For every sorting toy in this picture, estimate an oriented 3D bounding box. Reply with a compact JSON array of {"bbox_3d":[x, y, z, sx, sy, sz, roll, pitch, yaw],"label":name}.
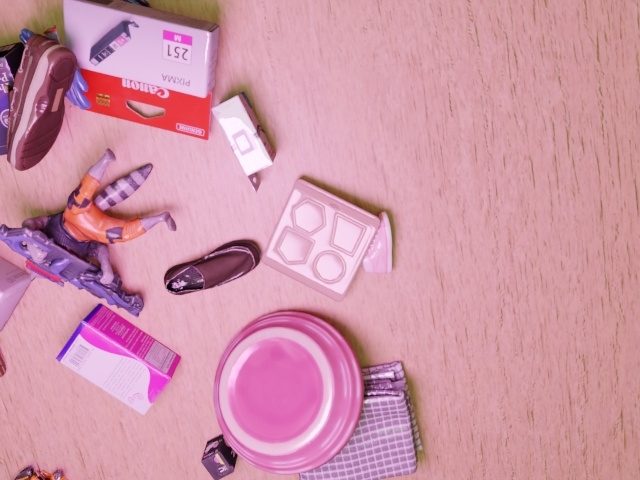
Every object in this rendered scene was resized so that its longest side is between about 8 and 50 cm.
[{"bbox_3d":[0.000,0.000,1.409,0.192,0.038,0.208,27,110,6],"label":"sorting toy"}]

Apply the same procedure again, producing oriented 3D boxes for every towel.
[{"bbox_3d":[0.073,0.415,1.496,0.283,0.121,0.235,-11,107,4],"label":"towel"}]

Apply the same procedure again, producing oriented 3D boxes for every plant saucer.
[{"bbox_3d":[-0.079,0.308,1.401,0.331,0.084,0.333,-5,75,19],"label":"plant saucer"}]

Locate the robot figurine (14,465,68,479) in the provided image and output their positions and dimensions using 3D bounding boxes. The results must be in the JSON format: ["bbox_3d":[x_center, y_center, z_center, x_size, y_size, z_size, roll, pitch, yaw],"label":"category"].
[{"bbox_3d":[-0.656,0.671,1.606,0.210,0.085,0.291,20,106,-5],"label":"robot figurine"}]

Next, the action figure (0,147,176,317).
[{"bbox_3d":[-0.453,-0.002,1.398,0.330,0.179,0.341,-29,131,16],"label":"action figure"}]

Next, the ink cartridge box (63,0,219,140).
[{"bbox_3d":[-0.335,-0.312,1.273,0.274,0.060,0.239,14,125,3],"label":"ink cartridge box"}]

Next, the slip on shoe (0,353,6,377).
[{"bbox_3d":[-0.733,0.240,1.503,0.041,0.051,0.136,-3,113,14],"label":"slip on shoe"}]

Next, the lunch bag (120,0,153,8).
[{"bbox_3d":[-0.352,-0.430,1.284,0.098,0.067,0.065,34,103,-12],"label":"lunch bag"}]

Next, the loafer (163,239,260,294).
[{"bbox_3d":[-0.227,0.069,1.422,0.219,0.078,0.080,-23,105,8],"label":"loafer"}]

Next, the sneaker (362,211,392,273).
[{"bbox_3d":[0.110,0.008,1.411,0.070,0.051,0.135,-4,110,-3],"label":"sneaker"}]

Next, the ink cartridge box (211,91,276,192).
[{"bbox_3d":[-0.138,-0.193,1.331,0.060,0.104,0.180,-25,105,7],"label":"ink cartridge box"}]

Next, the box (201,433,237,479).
[{"bbox_3d":[-0.226,0.487,1.543,0.052,0.083,0.062,-29,103,9],"label":"box"}]

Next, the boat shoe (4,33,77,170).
[{"bbox_3d":[-0.519,-0.250,1.231,0.095,0.095,0.258,37,115,9],"label":"boat shoe"}]

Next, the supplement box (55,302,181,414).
[{"bbox_3d":[-0.427,0.253,1.464,0.220,0.114,0.111,36,103,-8],"label":"supplement box"}]

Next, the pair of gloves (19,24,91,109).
[{"bbox_3d":[-0.500,-0.322,1.284,0.023,0.198,0.159,-35,122,-34],"label":"pair of gloves"}]

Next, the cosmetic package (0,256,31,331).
[{"bbox_3d":[-0.797,0.055,1.364,0.365,0.197,0.155,32,93,-9],"label":"cosmetic package"}]

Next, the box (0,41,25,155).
[{"bbox_3d":[-0.673,-0.254,1.308,0.261,0.103,0.185,-10,123,4],"label":"box"}]
